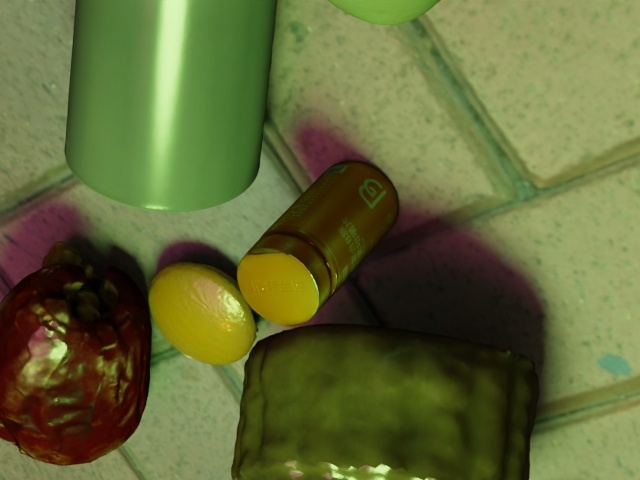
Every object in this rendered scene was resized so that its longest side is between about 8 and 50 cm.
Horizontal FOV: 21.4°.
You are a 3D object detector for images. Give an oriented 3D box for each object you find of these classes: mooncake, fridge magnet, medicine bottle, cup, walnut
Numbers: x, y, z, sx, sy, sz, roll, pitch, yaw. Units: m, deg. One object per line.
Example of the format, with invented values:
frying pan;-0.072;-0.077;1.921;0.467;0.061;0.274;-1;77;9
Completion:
mooncake;0.066;0.209;1.763;0.324;0.187;0.324;7;163;2
fridge magnet;-0.136;0.083;1.977;0.143;0.063;0.143;17;129;22
medicine bottle;0.000;0.000;1.747;0.096;0.192;0.096;15;126;22
cup;-0.146;-0.206;1.692;0.205;0.205;0.312;23;129;17
walnut;-0.304;0.128;2.034;0.222;0.243;0.269;9;130;-21

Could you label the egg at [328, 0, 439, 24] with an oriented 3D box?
egg;0.048;-0.323;1.487;0.218;0.218;0.295;13;138;25
